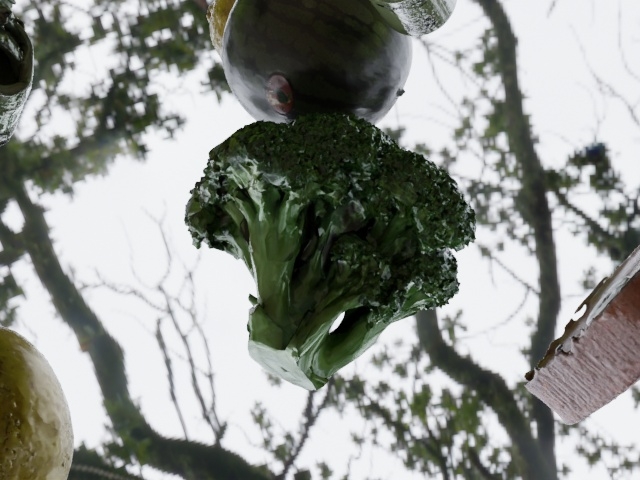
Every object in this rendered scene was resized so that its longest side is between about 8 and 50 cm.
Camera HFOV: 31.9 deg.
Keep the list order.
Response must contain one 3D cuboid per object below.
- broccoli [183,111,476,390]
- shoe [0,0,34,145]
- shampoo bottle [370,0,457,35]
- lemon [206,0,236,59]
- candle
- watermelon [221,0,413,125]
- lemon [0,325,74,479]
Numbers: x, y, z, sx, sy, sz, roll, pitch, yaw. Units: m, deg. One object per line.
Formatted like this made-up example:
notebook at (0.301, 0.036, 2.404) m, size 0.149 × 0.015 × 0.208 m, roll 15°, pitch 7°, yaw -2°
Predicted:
broccoli at (0.000, 0.000, 1.119) m, size 0.308 × 0.308 × 0.275 m, roll 11°, pitch -121°, yaw 26°
shoe at (-0.418, -0.275, 1.411) m, size 0.109 × 0.149 × 0.293 m, roll -3°, pitch -108°, yaw -35°
shampoo bottle at (0.086, -0.239, 1.058) m, size 0.079 × 0.162 × 0.079 m, roll -2°, pitch -98°, yaw 16°
lemon at (-0.074, -0.359, 1.890) m, size 0.260 × 0.204 × 0.204 m, roll 22°, pitch -132°, yaw 20°
candle at (0.393, 0.117, 1.427) m, size 0.131 × 0.317 × 0.287 m, roll 44°, pitch -85°, yaw 9°
watermelon at (-0.002, -0.208, 1.235) m, size 0.212 × 0.212 × 0.212 m, roll -7°, pitch -142°, yaw 6°
lemon at (-0.456, 0.242, 1.479) m, size 0.258 × 0.258 × 0.310 m, roll -17°, pitch -123°, yaw -7°
